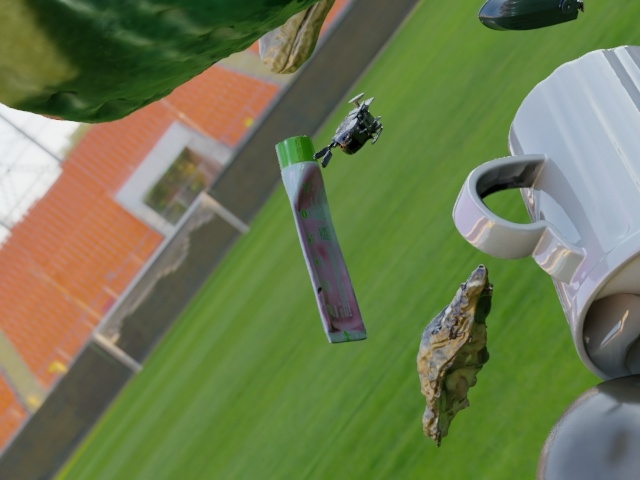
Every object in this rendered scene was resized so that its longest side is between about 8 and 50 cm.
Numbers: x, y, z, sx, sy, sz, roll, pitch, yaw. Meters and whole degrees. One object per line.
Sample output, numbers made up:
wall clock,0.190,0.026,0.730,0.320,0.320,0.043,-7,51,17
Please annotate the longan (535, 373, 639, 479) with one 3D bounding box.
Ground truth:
longan,0.224,0.157,0.781,0.167,0.187,0.167,-27,52,40

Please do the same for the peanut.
peanut,-0.026,-0.294,1.576,0.174,0.080,0.080,-63,5,-3

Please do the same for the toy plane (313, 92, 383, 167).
toy plane,0.031,-0.103,1.104,0.049,0.031,0.121,-30,17,31

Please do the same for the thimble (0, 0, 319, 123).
thimble,-0.110,-0.202,0.523,0.167,0.288,0.254,-22,-13,32

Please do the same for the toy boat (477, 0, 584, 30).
toy boat,0.259,-0.293,1.541,0.141,0.055,0.060,-15,28,-22

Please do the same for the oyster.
oyster,0.182,0.148,1.639,0.128,0.078,0.345,-38,-31,-31

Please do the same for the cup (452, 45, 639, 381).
cup,0.210,-0.033,0.846,0.167,0.221,0.202,-40,40,24

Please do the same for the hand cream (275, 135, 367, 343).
hand cream,0.001,0.000,1.594,0.079,0.275,0.050,-9,-12,-28
